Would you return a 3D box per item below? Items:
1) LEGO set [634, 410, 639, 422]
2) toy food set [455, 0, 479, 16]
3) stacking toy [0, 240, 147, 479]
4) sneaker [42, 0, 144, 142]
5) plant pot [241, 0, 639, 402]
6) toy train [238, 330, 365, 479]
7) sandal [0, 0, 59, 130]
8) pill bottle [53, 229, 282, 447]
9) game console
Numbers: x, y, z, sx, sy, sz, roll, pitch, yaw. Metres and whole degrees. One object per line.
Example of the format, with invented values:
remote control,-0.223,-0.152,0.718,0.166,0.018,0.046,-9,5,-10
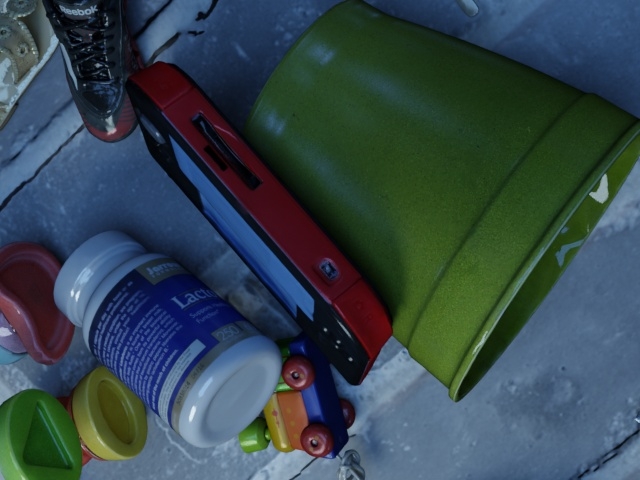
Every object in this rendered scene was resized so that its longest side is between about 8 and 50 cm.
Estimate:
LEGO set,0.483,0.265,1.803,0.244,0.060,0.182,-16,98,20
toy food set,0.203,-0.349,1.716,0.192,0.038,0.132,-41,94,16
stacking toy,-0.369,0.176,1.825,0.130,0.279,0.309,-23,100,25
sneaker,-0.267,-0.244,1.772,0.097,0.135,0.276,-2,104,8
plant pot,0.113,-0.076,1.661,0.353,0.366,0.366,36,107,12
toy train,-0.035,0.239,1.871,0.143,0.105,0.248,-10,102,22
sandal,-0.377,-0.221,1.824,0.088,0.079,0.240,29,106,2
pill bottle,-0.184,0.110,1.794,0.264,0.153,0.153,37,108,27
game console,-0.071,-0.007,1.670,0.060,0.342,0.386,-39,82,-13
